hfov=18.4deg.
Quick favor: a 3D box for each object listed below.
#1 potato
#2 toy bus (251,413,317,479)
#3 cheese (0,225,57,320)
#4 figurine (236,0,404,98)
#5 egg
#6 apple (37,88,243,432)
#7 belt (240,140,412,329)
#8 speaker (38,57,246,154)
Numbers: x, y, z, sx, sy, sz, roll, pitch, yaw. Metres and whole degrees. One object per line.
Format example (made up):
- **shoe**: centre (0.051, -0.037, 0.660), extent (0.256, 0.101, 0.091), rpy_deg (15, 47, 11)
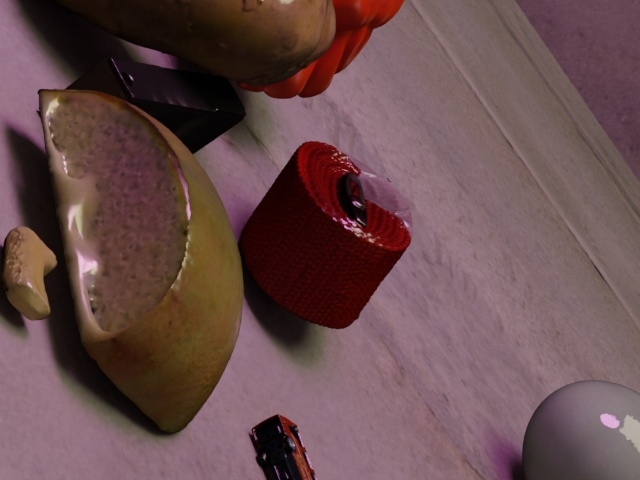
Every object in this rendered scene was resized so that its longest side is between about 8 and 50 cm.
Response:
- **potato**: centre (-0.124, -0.228, 1.705), extent (0.296, 0.141, 0.191), rpy_deg (17, 8, -7)
- **toy bus**: centre (-0.019, 0.192, 1.559), extent (0.043, 0.031, 0.110), rpy_deg (30, 33, -57)
- **cheese**: centre (-0.202, 0.025, 1.375), extent (0.044, 0.030, 0.083), rpy_deg (38, 19, -29)
- **figurine**: centre (-0.112, -0.327, 1.921), extent (0.412, 0.241, 0.306), rpy_deg (38, 15, -19)
- **egg**: centre (0.305, 0.247, 2.058), extent (0.231, 0.168, 0.168), rpy_deg (53, 19, -25)
- **apple**: centre (-0.117, 0.011, 1.490), extent (0.193, 0.120, 0.265), rpy_deg (52, 18, -51)
- **belt**: centre (0.000, 0.000, 1.783), extent (0.128, 0.124, 0.201), rpy_deg (32, 20, -11)
- **speaker**: centre (-0.144, -0.108, 1.657), extent (0.044, 0.082, 0.218), rpy_deg (61, 18, 11)
